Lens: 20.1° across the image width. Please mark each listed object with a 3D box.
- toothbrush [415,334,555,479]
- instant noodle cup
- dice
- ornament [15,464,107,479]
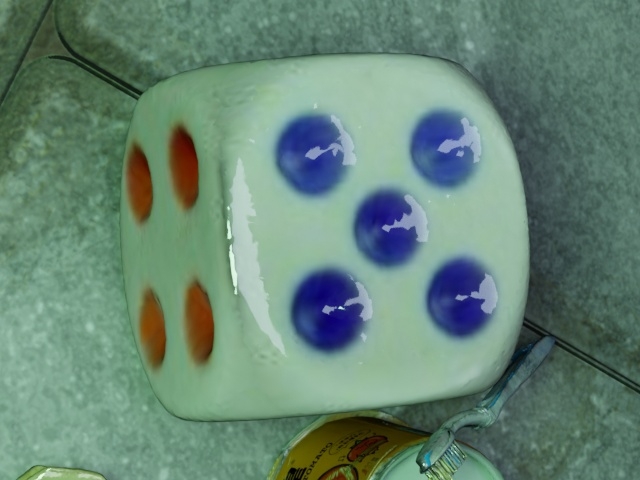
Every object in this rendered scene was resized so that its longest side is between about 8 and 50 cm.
[{"bbox_3d":[0.164,0.147,1.690,0.042,0.035,0.413,54,25,1],"label":"toothbrush"},{"bbox_3d":[0.071,0.264,1.680,0.216,0.172,0.215,2,84,-26],"label":"instant noodle cup"},{"bbox_3d":[0.000,0.000,1.618,0.304,0.277,0.304,-4,88,-26],"label":"dice"},{"bbox_3d":[-0.263,0.295,1.570,0.180,0.059,0.201,8,83,-24],"label":"ornament"}]
